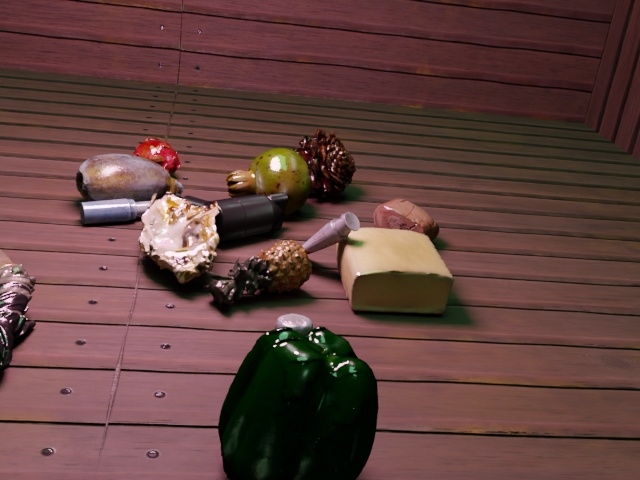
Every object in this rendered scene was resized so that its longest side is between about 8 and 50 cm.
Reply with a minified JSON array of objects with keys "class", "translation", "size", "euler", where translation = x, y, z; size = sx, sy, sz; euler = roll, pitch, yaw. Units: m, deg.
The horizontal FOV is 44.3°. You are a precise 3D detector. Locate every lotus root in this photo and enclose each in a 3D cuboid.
[{"class":"lotus root","translation":[-0.532,-0.176,2.228],"size":[0.322,0.140,0.158],"euler":[-5,2,-41]}]

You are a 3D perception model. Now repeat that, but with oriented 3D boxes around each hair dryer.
[{"class":"hair dryer","translation":[-0.258,-0.089,2.200],"size":[0.244,0.116,0.302],"euler":[-11,22,-42]}]

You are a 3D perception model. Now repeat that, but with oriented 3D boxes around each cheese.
[{"class":"cheese","translation":[0.172,0.069,1.931],"size":[0.242,0.124,0.265],"euler":[7,24,-11]}]

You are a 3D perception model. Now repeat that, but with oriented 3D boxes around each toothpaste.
[{"class":"toothpaste","translation":[0.000,0.000,1.967],"size":[0.234,0.057,0.089],"euler":[-31,-4,40]}]

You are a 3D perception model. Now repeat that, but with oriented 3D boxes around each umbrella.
[{"class":"umbrella","translation":[-0.622,0.179,1.496],"size":[0.113,0.106,0.358],"euler":[-5,33,-6]}]

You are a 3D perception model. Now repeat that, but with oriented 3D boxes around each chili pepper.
[{"class":"chili pepper","translation":[-0.036,0.269,1.256],"size":[0.233,0.257,0.248],"euler":[7,19,-33]}]

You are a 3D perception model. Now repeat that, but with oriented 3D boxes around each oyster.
[{"class":"oyster","translation":[-0.345,0.002,1.925],"size":[0.201,0.107,0.354],"euler":[-5,33,-4]}]

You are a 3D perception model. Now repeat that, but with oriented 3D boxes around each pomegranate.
[{"class":"pomegranate","translation":[-0.134,-0.162,2.271],"size":[0.241,0.190,0.159],"euler":[18,43,-41]}]

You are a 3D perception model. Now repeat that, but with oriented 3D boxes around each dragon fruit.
[{"class":"dragon fruit","translation":[-0.522,-0.255,2.444],"size":[0.166,0.133,0.136],"euler":[-3,15,2]}]

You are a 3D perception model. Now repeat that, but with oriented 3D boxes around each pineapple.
[{"class":"pineapple","translation":[-0.144,0.082,1.817],"size":[0.248,0.128,0.128],"euler":[-18,34,-35]}]

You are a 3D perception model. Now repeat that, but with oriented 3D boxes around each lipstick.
[{"class":"lipstick","translation":[-0.510,-0.085,2.141],"size":[0.274,0.061,0.068],"euler":[-6,15,-28]}]

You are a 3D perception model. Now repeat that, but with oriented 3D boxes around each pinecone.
[{"class":"pinecone","translation":[-0.004,-0.230,2.470],"size":[0.221,0.221,0.221],"euler":[6,24,-3]}]

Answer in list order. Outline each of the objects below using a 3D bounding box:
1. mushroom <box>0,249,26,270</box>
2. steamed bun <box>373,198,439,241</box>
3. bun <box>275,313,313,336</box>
[{"class":"mushroom","translation":[-0.746,0.049,1.728],"size":[0.247,0.096,0.108],"euler":[22,9,24]},{"class":"steamed bun","translation":[0.243,-0.044,2.240],"size":[0.175,0.106,0.145],"euler":[32,25,18]},{"class":"bun","translation":[-0.056,0.188,1.681],"size":[0.083,0.045,0.083],"euler":[9,22,-4]}]
